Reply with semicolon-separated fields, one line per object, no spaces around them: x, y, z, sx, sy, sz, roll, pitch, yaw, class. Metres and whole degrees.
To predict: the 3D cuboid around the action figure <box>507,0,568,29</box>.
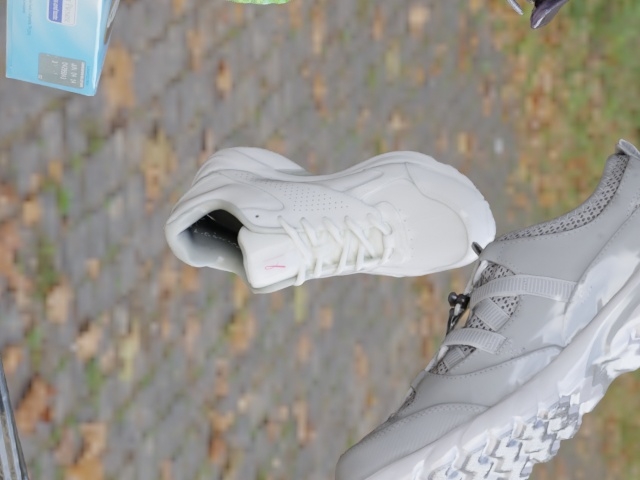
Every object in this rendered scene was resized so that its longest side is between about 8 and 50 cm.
0.074;-0.271;1.262;0.099;0.285;0.185;-38;171;-44;action figure

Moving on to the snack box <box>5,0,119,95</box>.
-0.120;-0.268;1.139;0.187;0.060;0.322;107;-6;-60;snack box

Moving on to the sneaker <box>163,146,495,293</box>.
0.000;0.000;1.299;0.115;0.232;0.090;-48;132;-51;sneaker

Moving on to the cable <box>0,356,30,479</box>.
-0.225;0.191;1.327;0.139;0.072;0.287;-109;-171;-48;cable

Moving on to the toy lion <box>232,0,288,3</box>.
-0.056;-0.189;1.395;0.096;0.100;0.034;-30;129;-55;toy lion

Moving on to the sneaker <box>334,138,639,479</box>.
0.112;0.056;1.126;0.115;0.281;0.105;48;-12;23;sneaker
